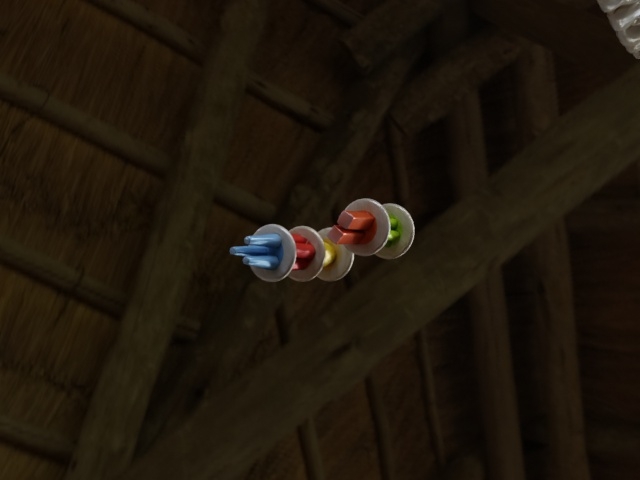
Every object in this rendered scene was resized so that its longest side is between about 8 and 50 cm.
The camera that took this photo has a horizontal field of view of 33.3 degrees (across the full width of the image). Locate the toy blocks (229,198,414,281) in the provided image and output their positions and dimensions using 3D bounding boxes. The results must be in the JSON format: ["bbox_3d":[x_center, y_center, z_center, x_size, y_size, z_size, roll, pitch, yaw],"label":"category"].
[{"bbox_3d":[0.000,0.000,0.963,0.123,0.148,0.054,-22,-103,30],"label":"toy blocks"}]

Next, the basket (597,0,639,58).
[{"bbox_3d":[0.287,-0.345,0.736,0.331,0.266,0.328,-18,-26,27],"label":"basket"}]
